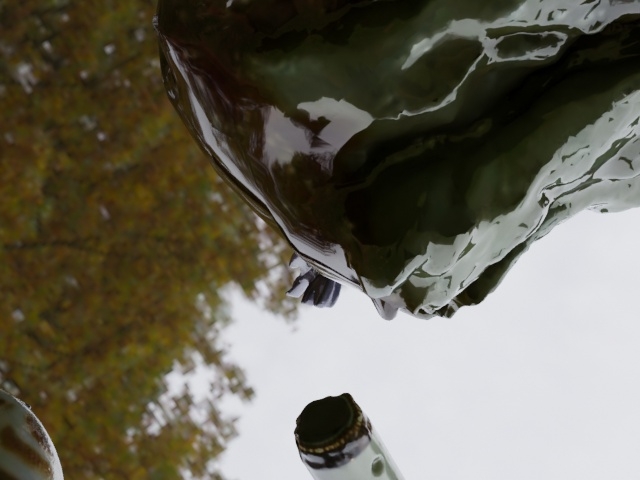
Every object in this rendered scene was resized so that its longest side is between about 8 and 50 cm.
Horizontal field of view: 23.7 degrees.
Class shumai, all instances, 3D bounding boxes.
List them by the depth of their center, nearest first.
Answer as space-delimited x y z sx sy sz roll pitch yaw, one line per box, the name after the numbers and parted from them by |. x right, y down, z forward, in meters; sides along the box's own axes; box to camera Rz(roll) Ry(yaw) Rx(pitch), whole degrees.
0.090 -0.121 0.744 0.323 0.397 0.324 -40 -121 -9 | shumai

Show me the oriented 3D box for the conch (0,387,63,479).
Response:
-0.299 0.255 1.329 0.183 0.275 0.149 -34 -171 0 | conch

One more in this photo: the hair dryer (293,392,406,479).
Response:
0.061 0.237 1.194 0.203 0.362 0.128 8 -129 40 | hair dryer

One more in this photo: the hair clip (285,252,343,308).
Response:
0.014 0.003 1.653 0.090 0.278 0.137 15 -112 1 | hair clip
